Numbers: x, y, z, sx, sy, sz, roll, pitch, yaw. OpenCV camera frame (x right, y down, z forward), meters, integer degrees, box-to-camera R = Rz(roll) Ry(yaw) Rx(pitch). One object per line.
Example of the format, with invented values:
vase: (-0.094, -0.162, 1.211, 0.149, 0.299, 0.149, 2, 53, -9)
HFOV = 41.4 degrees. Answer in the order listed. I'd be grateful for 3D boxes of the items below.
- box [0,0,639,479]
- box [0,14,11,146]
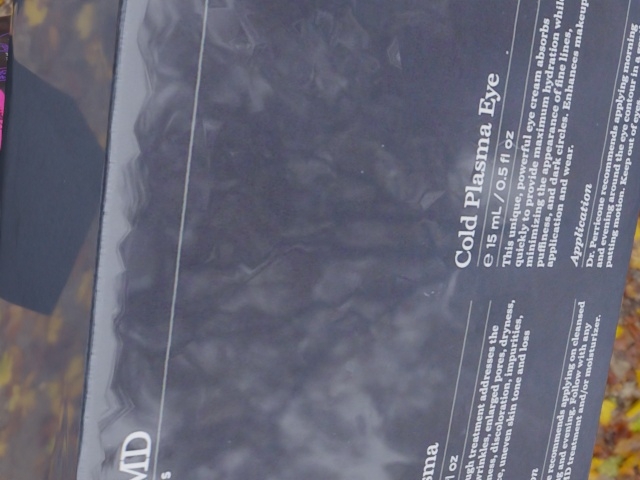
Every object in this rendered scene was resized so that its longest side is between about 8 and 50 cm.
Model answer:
box: (0.000, 0.000, 0.463, 0.312, 0.179, 0.343, 2, 100, -34)
box: (-0.289, -0.069, 0.634, 0.270, 0.165, 0.143, -14, 125, -22)
